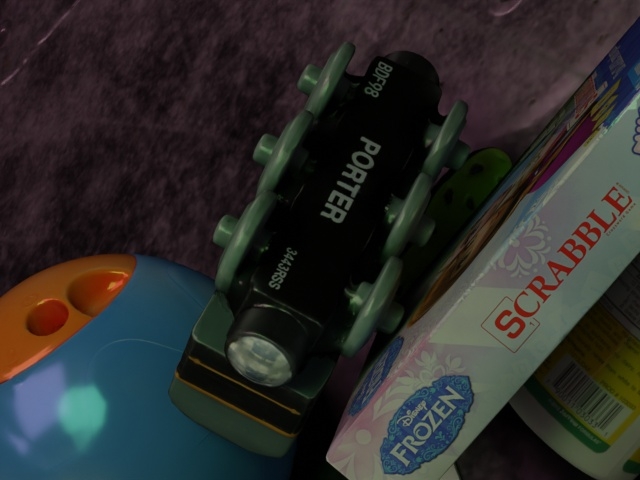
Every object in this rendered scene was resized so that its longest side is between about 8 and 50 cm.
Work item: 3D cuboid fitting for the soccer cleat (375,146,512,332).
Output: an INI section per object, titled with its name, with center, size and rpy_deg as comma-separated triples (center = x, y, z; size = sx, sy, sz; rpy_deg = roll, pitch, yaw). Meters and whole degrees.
[soccer cleat]
center = 0.087, -0.005, 1.266
size = 0.179, 0.060, 0.072
rpy_deg = -55, 25, 9

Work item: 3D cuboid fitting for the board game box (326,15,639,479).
[board game box]
center = 0.143, -0.001, 1.044
size = 0.318, 0.066, 0.319
rpy_deg = -51, 1, 14

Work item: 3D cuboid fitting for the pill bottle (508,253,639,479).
[pill bottle]
center = 0.223, 0.048, 1.020
size = 0.208, 0.117, 0.117
rpy_deg = -51, 38, 15

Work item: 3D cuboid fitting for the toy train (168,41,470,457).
[toy train]
center = 0.000, 0.000, 1.153
size = 0.334, 0.142, 0.190
rpy_deg = -64, 1, -43

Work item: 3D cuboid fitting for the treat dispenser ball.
[treat dispenser ball]
center = -0.163, 0.154, 1.267
size = 0.288, 0.288, 0.288
rpy_deg = -28, 49, 37

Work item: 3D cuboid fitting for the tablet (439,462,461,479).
[tablet]
center = 0.074, 0.196, 1.195
size = 0.083, 0.006, 0.054
rpy_deg = -43, 41, 23
